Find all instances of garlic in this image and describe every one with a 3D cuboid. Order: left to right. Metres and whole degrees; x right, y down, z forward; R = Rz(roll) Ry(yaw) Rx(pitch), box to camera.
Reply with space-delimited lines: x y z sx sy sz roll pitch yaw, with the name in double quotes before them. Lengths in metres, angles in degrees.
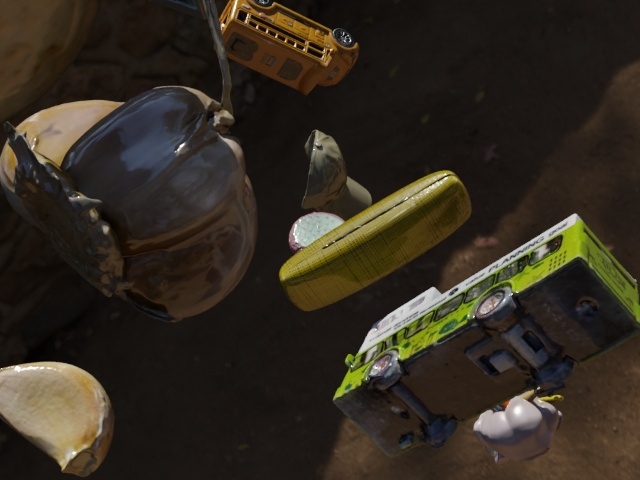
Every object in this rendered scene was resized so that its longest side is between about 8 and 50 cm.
"garlic" -0.447 0.284 1.401 0.245 0.145 0.164 29 26 9
"garlic" -0.138 -0.071 0.614 0.207 0.207 0.257 36 119 44

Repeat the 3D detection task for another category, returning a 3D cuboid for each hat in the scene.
"hat" 0.046 -0.130 1.735 0.173 0.144 0.166 11 55 -16

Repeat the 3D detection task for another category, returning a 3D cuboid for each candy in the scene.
"candy" 0.000 0.000 1.362 0.103 0.043 0.103 0 46 0

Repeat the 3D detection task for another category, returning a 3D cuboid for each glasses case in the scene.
"glasses case" 0.062 0.002 0.958 0.234 0.079 0.064 -31 47 4

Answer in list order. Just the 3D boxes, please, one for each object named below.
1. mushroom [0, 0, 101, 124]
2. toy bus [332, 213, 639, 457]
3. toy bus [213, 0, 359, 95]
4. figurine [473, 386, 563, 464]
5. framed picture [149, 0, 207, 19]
"mushroom" -0.237 -0.171 0.433 0.243 0.243 0.243 -16 48 19
"toy bus" 0.156 0.093 0.819 0.301 0.113 0.139 -36 14 34
"toy bus" -0.046 -0.265 1.173 0.083 0.194 0.088 -47 27 48
"figurine" 0.305 0.297 1.327 0.137 0.229 0.112 2 61 0
"framed picture" -0.246 -0.469 1.205 0.016 0.289 0.213 -28 34 -21
